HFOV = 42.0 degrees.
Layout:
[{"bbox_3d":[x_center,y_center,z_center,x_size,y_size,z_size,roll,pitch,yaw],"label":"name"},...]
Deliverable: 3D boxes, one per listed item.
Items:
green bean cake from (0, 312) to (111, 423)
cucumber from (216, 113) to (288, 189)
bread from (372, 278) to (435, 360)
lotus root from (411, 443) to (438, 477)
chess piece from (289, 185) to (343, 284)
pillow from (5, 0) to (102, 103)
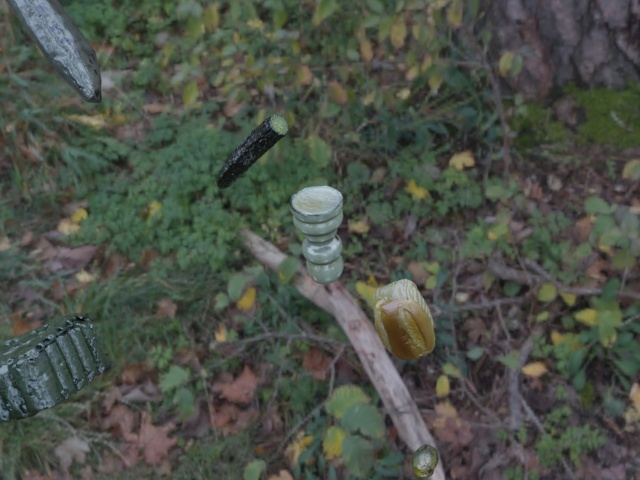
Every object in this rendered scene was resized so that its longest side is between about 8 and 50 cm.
[{"bbox_3d":[-0.560,0.248,1.579,0.255,0.132,0.241,-16,13,21],"label":"green bean cake"},{"bbox_3d":[-0.185,-0.210,2.062,0.067,0.293,0.068,24,48,-30],"label":"cucumber"},{"bbox_3d":[0.213,0.211,2.120,0.139,0.236,0.106,-15,42,15],"label":"bread"},{"bbox_3d":[0.207,0.434,1.652,0.049,0.054,0.099,22,15,10],"label":"lotus root"},{"bbox_3d":[0.000,0.000,2.043,0.133,0.243,0.133,-4,35,3],"label":"chess piece"},{"bbox_3d":[-0.367,-0.292,1.151,0.051,0.241,0.093,-34,6,22],"label":"pillow"}]
